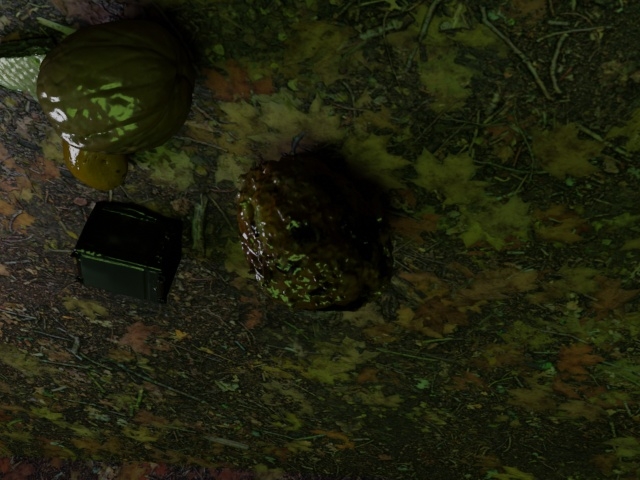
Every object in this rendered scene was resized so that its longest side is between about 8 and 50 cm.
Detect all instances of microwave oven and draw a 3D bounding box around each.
[{"bbox_3d":[-0.492,0.031,2.141,0.247,0.178,0.188,14,145,-1],"label":"microwave oven"}]

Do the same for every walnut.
[{"bbox_3d":[-0.402,-0.294,1.629,0.313,0.277,0.252,-11,98,22],"label":"walnut"}]

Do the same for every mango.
[{"bbox_3d":[-0.525,-0.207,1.903,0.147,0.109,0.227,5,140,18],"label":"mango"}]

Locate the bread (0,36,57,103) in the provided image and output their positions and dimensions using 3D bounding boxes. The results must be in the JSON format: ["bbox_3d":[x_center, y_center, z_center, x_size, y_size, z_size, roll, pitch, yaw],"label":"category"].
[{"bbox_3d":[-0.605,-0.366,1.764,0.232,0.064,0.172,23,141,-15],"label":"bread"}]

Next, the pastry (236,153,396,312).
[{"bbox_3d":[-0.008,0.005,1.829,0.292,0.337,0.405,-31,125,33],"label":"pastry"}]
